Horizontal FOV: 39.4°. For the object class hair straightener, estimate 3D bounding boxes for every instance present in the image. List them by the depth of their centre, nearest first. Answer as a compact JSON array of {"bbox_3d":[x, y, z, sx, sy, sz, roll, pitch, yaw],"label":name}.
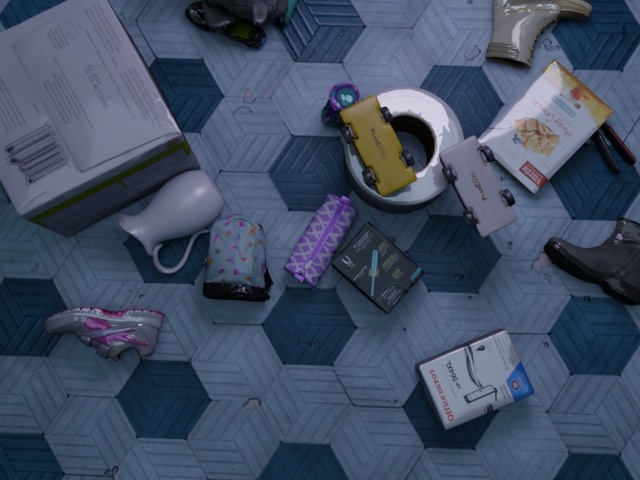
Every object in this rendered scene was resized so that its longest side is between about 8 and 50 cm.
[{"bbox_3d":[0.579,-0.238,1.933,0.089,0.047,0.230,-33,85,-2],"label":"hair straightener"}]

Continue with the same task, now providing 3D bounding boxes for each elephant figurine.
[{"bbox_3d":[-0.195,-0.527,1.875,0.240,0.186,0.169,5,97,18],"label":"elephant figurine"}]

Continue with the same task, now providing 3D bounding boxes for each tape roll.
[{"bbox_3d":[0.170,-0.184,1.875,0.246,0.169,0.246,0,86,0],"label":"tape roll"}]

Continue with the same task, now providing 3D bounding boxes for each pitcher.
[{"bbox_3d":[-0.297,-0.039,1.906,0.207,0.125,0.177,-32,116,0],"label":"pitcher"}]

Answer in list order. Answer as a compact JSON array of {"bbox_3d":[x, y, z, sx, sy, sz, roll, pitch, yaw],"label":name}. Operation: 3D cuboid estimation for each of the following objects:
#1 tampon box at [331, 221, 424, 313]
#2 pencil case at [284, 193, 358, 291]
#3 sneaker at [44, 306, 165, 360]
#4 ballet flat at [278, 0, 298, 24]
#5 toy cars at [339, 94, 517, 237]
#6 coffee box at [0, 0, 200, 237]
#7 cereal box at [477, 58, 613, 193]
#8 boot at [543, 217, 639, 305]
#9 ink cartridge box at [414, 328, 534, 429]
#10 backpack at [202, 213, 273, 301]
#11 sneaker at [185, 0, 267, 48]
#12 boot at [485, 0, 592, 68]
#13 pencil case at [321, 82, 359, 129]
[{"bbox_3d":[0.120,0.059,1.889,0.161,0.101,0.120,42,87,4],"label":"tampon box"},{"bbox_3d":[0.000,0.000,1.904,0.086,0.088,0.206,28,85,8],"label":"pencil case"},{"bbox_3d":[-0.458,0.198,1.888,0.252,0.103,0.111,2,84,2],"label":"sneaker"},{"bbox_3d":[-0.071,-0.599,1.959,0.087,0.083,0.247,-12,87,-14],"label":"ballet flat"},{"bbox_3d":[0.207,-0.143,1.748,0.394,0.087,0.176,22,91,-1],"label":"toy cars"},{"bbox_3d":[-0.482,-0.243,1.807,0.338,0.334,0.337,-28,84,-3],"label":"coffee box"},{"bbox_3d":[0.477,-0.241,1.914,0.173,0.047,0.240,43,97,7],"label":"cereal box"},{"bbox_3d":[0.609,0.017,1.906,0.247,0.083,0.161,30,80,-2],"label":"boot"},{"bbox_3d":[0.320,0.290,1.876,0.203,0.086,0.148,-23,86,-2],"label":"ink cartridge box"},{"bbox_3d":[-0.175,0.035,1.891,0.152,0.115,0.181,4,83,4],"label":"backpack"},{"bbox_3d":[-0.205,-0.477,1.949,0.188,0.078,0.067,24,89,3],"label":"sneaker"},{"bbox_3d":[0.471,-0.452,1.938,0.213,0.077,0.165,9,85,7],"label":"boot"},{"bbox_3d":[0.041,-0.284,1.893,0.070,0.151,0.064,-41,87,-10],"label":"pencil case"}]
